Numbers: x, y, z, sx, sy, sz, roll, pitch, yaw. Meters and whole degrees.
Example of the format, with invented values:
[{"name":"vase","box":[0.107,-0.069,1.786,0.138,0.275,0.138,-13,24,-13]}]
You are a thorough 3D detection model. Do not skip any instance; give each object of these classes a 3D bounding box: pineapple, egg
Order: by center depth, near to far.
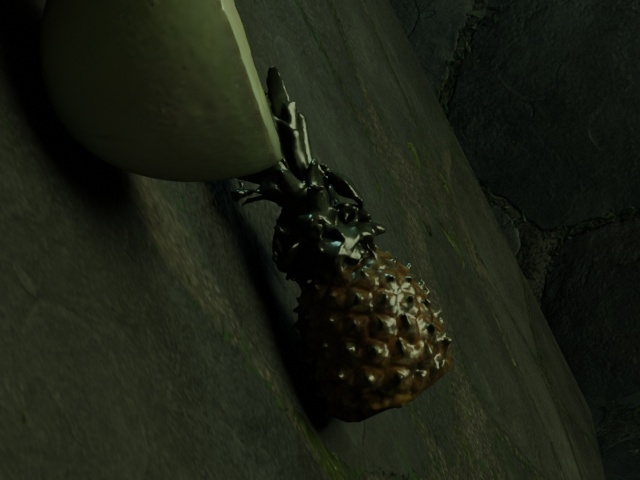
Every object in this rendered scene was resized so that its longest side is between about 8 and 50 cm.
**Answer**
[{"name":"egg","box":[-0.139,-0.155,1.092,0.206,0.162,0.271,-98,170,-77]},{"name":"pineapple","box":[0.003,0.000,1.430,0.364,0.166,0.165,64,13,3]}]
